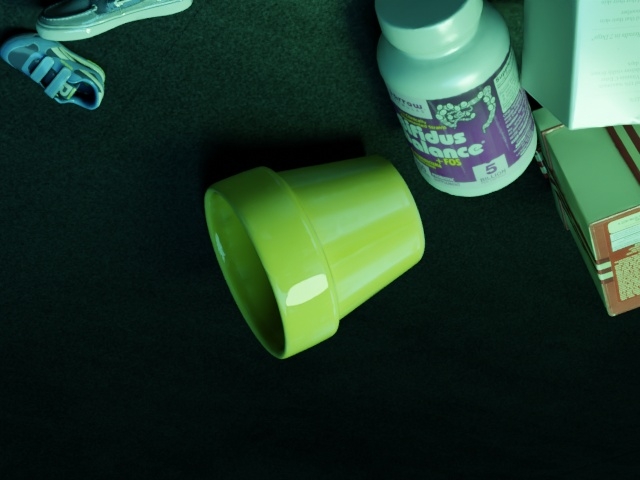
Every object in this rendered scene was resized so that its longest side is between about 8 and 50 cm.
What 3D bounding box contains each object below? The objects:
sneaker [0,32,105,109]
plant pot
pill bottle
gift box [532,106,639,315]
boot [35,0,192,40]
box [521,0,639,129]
[{"bbox_3d":[-0.322,-0.205,1.723,0.144,0.059,0.053,22,128,-34],"label":"sneaker"},{"bbox_3d":[0.000,0.000,1.934,0.239,0.254,0.254,-23,141,-17],"label":"plant pot"},{"bbox_3d":[0.167,-0.207,1.799,0.169,0.169,0.301,-21,138,5],"label":"pill bottle"},{"bbox_3d":[0.446,-0.099,1.941,0.255,0.258,0.276,-18,138,0],"label":"gift box"},{"bbox_3d":[-0.246,-0.298,1.651,0.190,0.069,0.086,-18,132,-11],"label":"boot"},{"bbox_3d":[0.368,-0.324,1.657,0.215,0.168,0.345,-7,116,-12],"label":"box"}]
